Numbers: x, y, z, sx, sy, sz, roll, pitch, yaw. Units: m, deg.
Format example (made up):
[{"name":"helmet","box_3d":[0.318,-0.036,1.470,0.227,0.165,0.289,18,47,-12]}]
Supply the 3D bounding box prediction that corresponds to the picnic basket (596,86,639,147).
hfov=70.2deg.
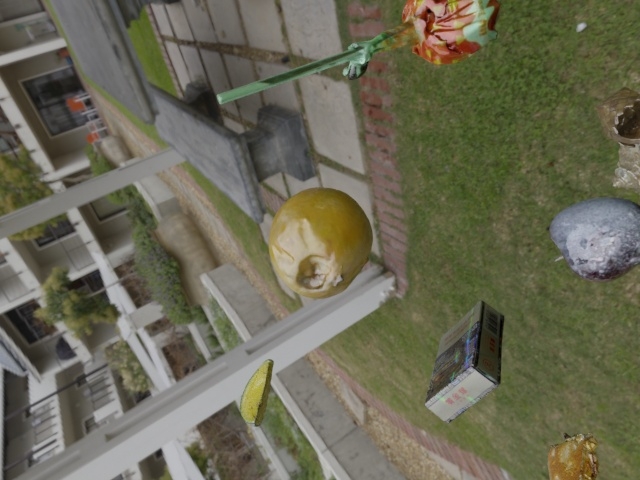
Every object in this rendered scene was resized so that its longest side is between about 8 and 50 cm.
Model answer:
[{"name":"picnic basket","box_3d":[0.838,-0.311,1.207,0.138,0.128,0.178,45,-168,-33]}]

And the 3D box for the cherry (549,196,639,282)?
[{"name":"cherry","box_3d":[0.838,-0.004,1.379,0.296,0.218,0.255,-36,48,31]}]

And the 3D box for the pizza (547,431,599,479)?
[{"name":"pizza","box_3d":[0.767,0.673,1.351,0.081,0.229,0.289,20,-173,9]}]

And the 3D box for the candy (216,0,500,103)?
[{"name":"candy","box_3d":[0.041,-0.176,0.423,0.084,0.287,0.078,52,161,44]}]

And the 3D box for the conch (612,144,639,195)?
[{"name":"conch","box_3d":[1.060,-0.215,1.329,0.352,0.210,0.297,-29,83,41]}]

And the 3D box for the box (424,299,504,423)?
[{"name":"box","box_3d":[0.398,0.319,1.243,0.084,0.310,0.198,37,123,4]}]

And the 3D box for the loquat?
[{"name":"loquat","box_3d":[0.000,0.000,0.989,0.244,0.243,0.244,49,156,31]}]

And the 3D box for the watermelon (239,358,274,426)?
[{"name":"watermelon","box_3d":[-0.163,0.435,1.267,0.092,0.182,0.075,-27,128,37]}]
